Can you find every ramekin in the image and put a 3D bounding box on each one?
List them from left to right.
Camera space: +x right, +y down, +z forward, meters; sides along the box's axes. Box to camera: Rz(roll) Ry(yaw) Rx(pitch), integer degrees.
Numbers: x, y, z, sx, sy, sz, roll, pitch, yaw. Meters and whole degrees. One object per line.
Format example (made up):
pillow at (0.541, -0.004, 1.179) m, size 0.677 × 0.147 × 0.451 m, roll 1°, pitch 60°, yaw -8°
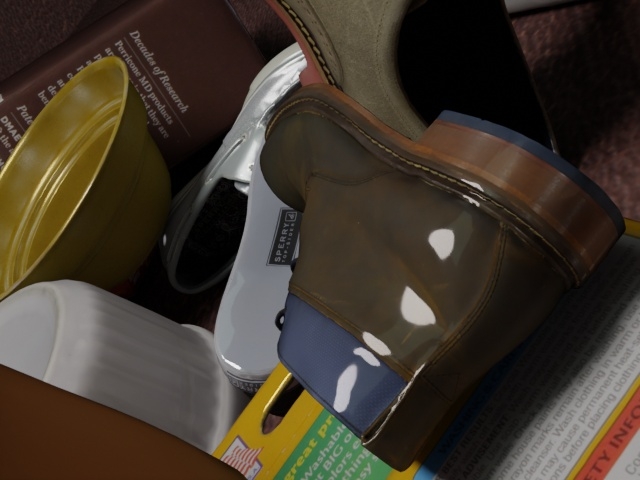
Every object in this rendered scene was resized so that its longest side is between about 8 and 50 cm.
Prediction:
ramekin at (-0.177, 0.148, 0.679) m, size 0.273 × 0.127 × 0.273 m, roll -37°, pitch 31°, yaw 27°

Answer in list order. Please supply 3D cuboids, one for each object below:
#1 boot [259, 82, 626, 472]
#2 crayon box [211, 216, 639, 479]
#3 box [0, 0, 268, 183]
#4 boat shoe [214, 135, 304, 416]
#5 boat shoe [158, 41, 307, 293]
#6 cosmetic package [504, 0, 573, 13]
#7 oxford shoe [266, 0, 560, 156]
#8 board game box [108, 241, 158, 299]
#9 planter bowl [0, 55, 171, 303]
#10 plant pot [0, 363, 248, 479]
boot at (0.006, 0.005, 0.416) m, size 0.106 × 0.082 × 0.219 m, roll -53°, pitch 25°, yaw -8°
crayon box at (0.075, 0.094, 0.368) m, size 0.203 × 0.083 × 0.323 m, roll -54°, pitch 24°, yaw -3°
box at (-0.241, -0.093, 1.011) m, size 0.381 × 0.143 × 0.191 m, roll -34°, pitch 19°, yaw -9°
boat shoe at (0.000, 0.000, 0.659) m, size 0.080 × 0.076 × 0.229 m, roll 2°, pitch 56°, yaw 17°
boat shoe at (-0.040, -0.047, 0.804) m, size 0.227 × 0.079 × 0.081 m, roll -49°, pitch 30°, yaw 24°
cosmetic package at (0.083, -0.366, 0.701) m, size 0.329 × 0.327 × 0.393 m, roll -58°, pitch 25°, yaw -13°
oxford shoe at (0.017, -0.162, 0.531) m, size 0.123 × 0.348 × 0.130 m, roll -45°, pitch 26°, yaw -16°
board game box at (-0.281, 0.066, 0.957) m, size 0.281 × 0.027 × 0.145 m, roll -22°, pitch 16°, yaw 6°
planter bowl at (-0.177, -0.025, 0.838) m, size 0.217 × 0.090 × 0.217 m, roll -36°, pitch 35°, yaw 31°
plant pot at (-0.140, 0.161, 0.374) m, size 0.291 × 0.203 × 0.291 m, roll -44°, pitch 38°, yaw 50°
